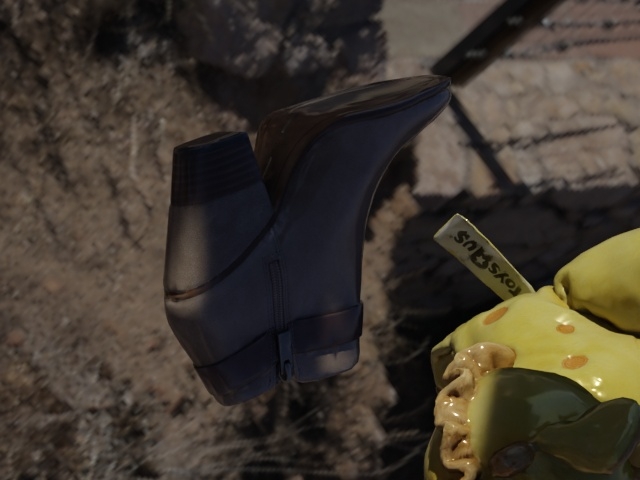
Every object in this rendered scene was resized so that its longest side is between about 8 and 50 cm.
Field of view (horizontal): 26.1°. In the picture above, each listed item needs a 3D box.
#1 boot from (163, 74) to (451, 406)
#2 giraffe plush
[{"bbox_3d":[0.000,0.000,0.453,0.118,0.042,0.087,-19,106,-26],"label":"boot"},{"bbox_3d":[0.116,0.086,0.616,0.210,0.181,0.170,28,32,9],"label":"giraffe plush"}]
